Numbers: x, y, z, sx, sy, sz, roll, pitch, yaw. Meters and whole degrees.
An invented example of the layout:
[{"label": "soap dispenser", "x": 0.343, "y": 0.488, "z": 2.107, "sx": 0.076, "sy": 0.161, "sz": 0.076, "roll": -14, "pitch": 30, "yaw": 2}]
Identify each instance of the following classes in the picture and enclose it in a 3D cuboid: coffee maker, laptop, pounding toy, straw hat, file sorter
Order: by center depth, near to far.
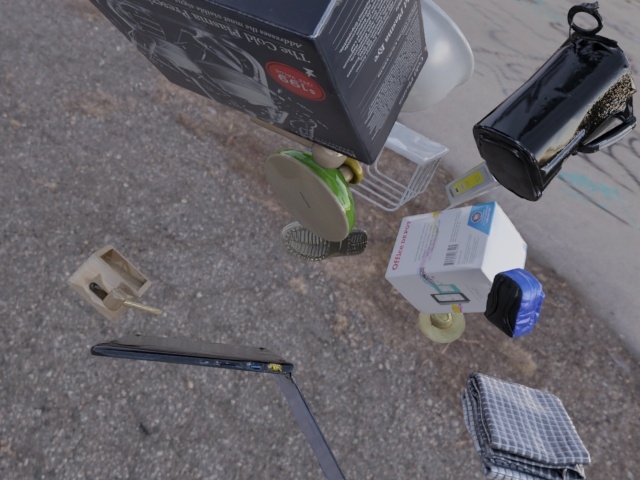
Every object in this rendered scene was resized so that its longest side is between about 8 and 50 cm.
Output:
[{"label": "coffee maker", "x": 0.281, "y": -0.164, "z": 0.741, "sx": 0.171, "sy": 0.178, "sz": 0.120, "roll": 50, "pitch": -8, "yaw": -21}, {"label": "laptop", "x": -0.136, "y": 0.290, "z": 0.946, "sx": 0.408, "sy": 0.236, "sz": 0.382, "roll": 8, "pitch": -9, "yaw": -10}, {"label": "pounding toy", "x": 0.005, "y": -0.117, "z": 0.972, "sx": 0.183, "sy": 0.237, "sz": 0.110, "roll": 31, "pitch": 64, "yaw": 30}, {"label": "pounding toy", "x": -0.420, "y": 0.116, "z": 1.216, "sx": 0.181, "sy": 0.094, "sz": 0.206, "roll": 45, "pitch": 3, "yaw": -9}, {"label": "file sorter", "x": 0.210, "y": -0.213, "z": 1.683, "sx": 0.193, "sy": 0.173, "sz": 0.278, "roll": 31, "pitch": 25, "yaw": 14}, {"label": "straw hat", "x": 0.353, "y": 0.223, "z": 1.746, "sx": 0.145, "sy": 0.061, "sz": 0.144, "roll": -9, "pitch": 53, "yaw": 12}]

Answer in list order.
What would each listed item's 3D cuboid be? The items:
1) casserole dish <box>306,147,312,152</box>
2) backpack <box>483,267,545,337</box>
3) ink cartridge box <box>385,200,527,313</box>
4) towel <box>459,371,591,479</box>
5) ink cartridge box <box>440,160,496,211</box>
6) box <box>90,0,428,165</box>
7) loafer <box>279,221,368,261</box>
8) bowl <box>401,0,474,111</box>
[{"label": "casserole dish", "x": 0.021, "y": -0.254, "z": 1.687, "sx": 0.114, "sy": 0.037, "sz": 0.188, "roll": 1, "pitch": -7, "yaw": 13}, {"label": "backpack", "x": 0.394, "y": 0.115, "z": 1.205, "sx": 0.101, "sy": 0.120, "sz": 0.098, "roll": -15, "pitch": 30, "yaw": -27}, {"label": "ink cartridge box", "x": 0.343, "y": 0.053, "z": 1.507, "sx": 0.197, "sy": 0.270, "sz": 0.198, "roll": 43, "pitch": 54, "yaw": -35}, {"label": "towel", "x": 0.461, "y": 0.433, "z": 1.372, "sx": 0.235, "sy": 0.121, "sz": 0.283, "roll": 17, "pitch": 21, "yaw": -4}, {"label": "ink cartridge box", "x": 0.485, "y": -0.185, "z": 1.545, "sx": 0.304, "sy": 0.307, "sz": 0.072, "roll": -23, "pitch": 88, "yaw": -16}, {"label": "box", "x": -0.073, "y": -0.271, "z": 0.684, "sx": 0.343, "sy": 0.179, "sz": 0.312, "roll": 26, "pitch": -5, "yaw": 18}, {"label": "loafer", "x": 0.000, "y": 0.000, "z": 1.586, "sx": 0.269, "sy": 0.102, "sz": 0.092, "roll": 4, "pitch": 8, "yaw": -34}, {"label": "bowl", "x": 0.100, "y": -0.308, "z": 1.026, "sx": 0.298, "sy": 0.134, "sz": 0.298, "roll": 32, "pitch": -5, "yaw": 3}]
